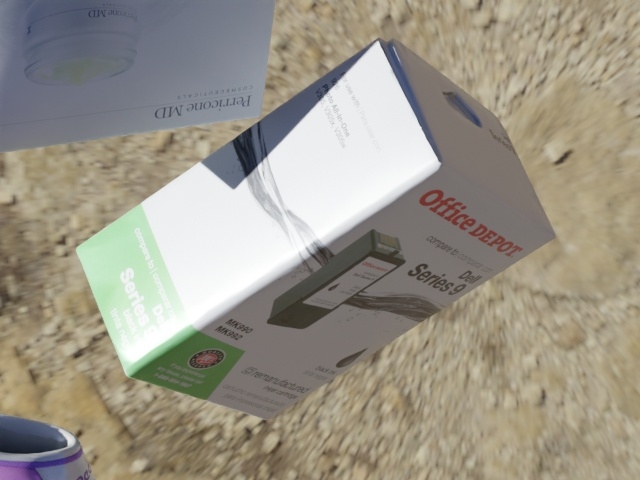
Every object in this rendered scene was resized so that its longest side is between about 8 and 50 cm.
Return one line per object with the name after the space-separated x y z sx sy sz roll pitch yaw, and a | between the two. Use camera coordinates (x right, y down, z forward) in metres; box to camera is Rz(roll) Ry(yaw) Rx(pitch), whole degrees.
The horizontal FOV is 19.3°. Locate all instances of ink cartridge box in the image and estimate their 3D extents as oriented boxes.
0.000 0.000 1.418 0.289 0.211 0.121 -34 62 19 | ink cartridge box

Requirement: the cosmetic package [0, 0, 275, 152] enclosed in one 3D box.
-0.153 -0.193 1.265 0.224 0.138 0.224 -10 130 -25 | cosmetic package

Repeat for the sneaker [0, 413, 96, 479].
-0.280 0.186 1.208 0.282 0.102 0.161 -14 117 -10 | sneaker
